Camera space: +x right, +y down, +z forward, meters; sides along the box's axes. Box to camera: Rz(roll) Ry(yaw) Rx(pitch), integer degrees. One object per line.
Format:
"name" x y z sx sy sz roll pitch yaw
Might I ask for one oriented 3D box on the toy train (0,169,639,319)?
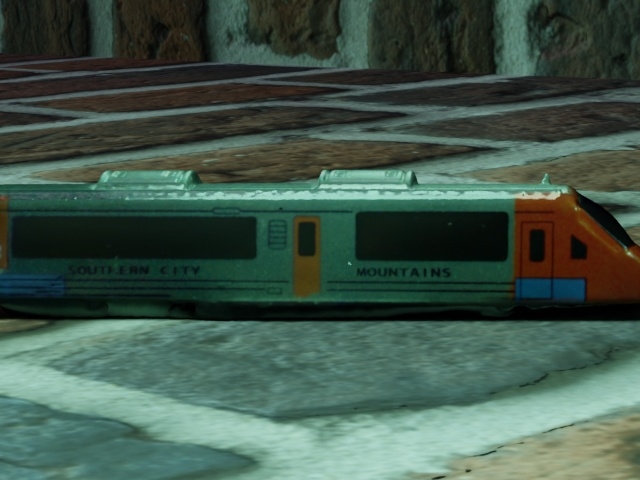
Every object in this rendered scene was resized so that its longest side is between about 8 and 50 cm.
"toy train" 0.000 0.000 1.197 0.409 0.089 0.086 -1 4 8
